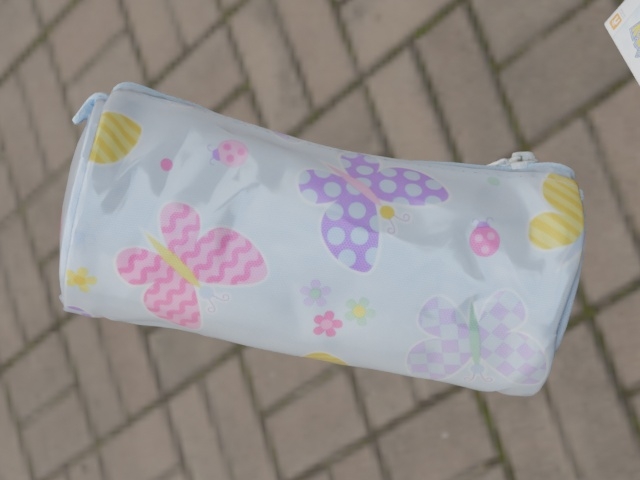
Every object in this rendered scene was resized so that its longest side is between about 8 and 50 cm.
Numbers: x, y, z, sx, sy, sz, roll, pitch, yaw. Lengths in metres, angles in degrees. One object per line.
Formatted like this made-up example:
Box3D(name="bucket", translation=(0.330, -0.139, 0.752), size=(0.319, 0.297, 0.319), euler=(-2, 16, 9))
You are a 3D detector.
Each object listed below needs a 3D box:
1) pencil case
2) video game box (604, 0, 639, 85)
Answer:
Box3D(name="pencil case", translation=(0.000, 0.000, 0.953), size=(0.113, 0.273, 0.124), euler=(-91, 12, -72))
Box3D(name="video game box", translation=(0.332, -0.176, 1.477), size=(0.187, 0.048, 0.205), euler=(-52, 36, 27))
